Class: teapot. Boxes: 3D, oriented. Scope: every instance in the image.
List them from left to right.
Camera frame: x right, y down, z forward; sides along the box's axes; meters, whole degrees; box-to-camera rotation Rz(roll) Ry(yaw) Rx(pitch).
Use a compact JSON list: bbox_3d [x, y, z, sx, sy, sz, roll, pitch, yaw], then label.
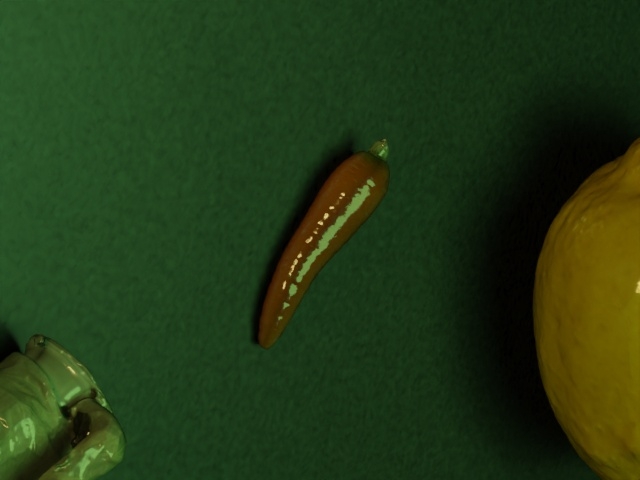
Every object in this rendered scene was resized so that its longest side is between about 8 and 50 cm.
[{"bbox_3d":[-0.185,0.134,0.988,0.200,0.107,0.077,-42,124,-26],"label":"teapot"}]

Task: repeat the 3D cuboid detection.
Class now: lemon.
[{"bbox_3d":[0.250,0.055,1.275,0.233,0.233,0.288,-28,117,-33],"label":"lemon"}]

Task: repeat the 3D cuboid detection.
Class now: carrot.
[{"bbox_3d":[0.000,0.000,1.168,0.035,0.035,0.142,39,83,-41],"label":"carrot"}]
